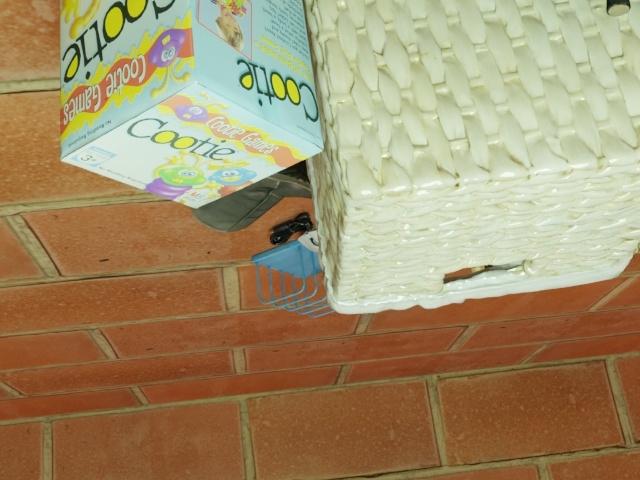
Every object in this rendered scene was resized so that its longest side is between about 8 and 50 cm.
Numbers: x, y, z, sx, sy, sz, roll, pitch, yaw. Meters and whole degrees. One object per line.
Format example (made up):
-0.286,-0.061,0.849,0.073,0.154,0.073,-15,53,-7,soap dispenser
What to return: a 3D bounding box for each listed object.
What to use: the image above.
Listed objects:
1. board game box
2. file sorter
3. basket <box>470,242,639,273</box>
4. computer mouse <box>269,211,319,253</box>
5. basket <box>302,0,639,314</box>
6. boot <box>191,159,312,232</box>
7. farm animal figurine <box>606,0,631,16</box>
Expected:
-0.109,-0.189,0.650,0.142,0.275,0.144,-21,154,31,board game box
-0.032,0.080,1.599,0.118,0.104,0.170,-21,154,30,file sorter
0.330,-0.094,1.114,0.299,0.222,0.213,-11,158,11,basket
0.000,0.000,1.490,0.106,0.042,0.193,-25,152,36,computer mouse
0.145,-0.129,0.819,0.329,0.331,0.266,-7,157,-1,basket
-0.076,-0.064,1.258,0.190,0.076,0.208,19,142,-23,boot
0.185,-0.310,0.605,0.327,0.172,0.330,2,159,18,farm animal figurine
